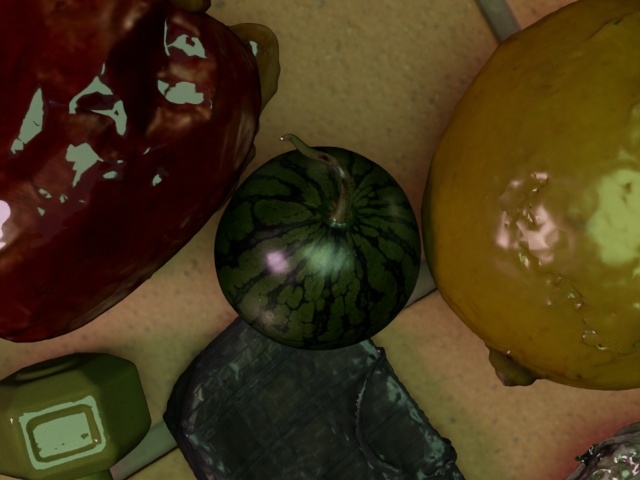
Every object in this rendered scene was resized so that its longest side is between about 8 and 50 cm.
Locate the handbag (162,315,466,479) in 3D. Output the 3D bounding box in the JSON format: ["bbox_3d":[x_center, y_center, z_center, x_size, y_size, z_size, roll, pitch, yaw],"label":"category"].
[{"bbox_3d":[0.003,0.162,1.138,0.175,0.088,0.270,-34,99,-12],"label":"handbag"}]

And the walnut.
[{"bbox_3d":[-0.153,-0.064,1.038,0.221,0.244,0.269,42,97,28],"label":"walnut"}]

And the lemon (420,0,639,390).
[{"bbox_3d":[0.205,-0.036,1.057,0.284,0.260,0.260,-36,99,5],"label":"lemon"}]

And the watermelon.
[{"bbox_3d":[0.000,0.000,1.030,0.140,0.187,0.141,2,71,-7],"label":"watermelon"}]

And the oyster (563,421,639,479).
[{"bbox_3d":[0.256,0.211,1.154,0.351,0.158,0.162,-51,142,-8],"label":"oyster"}]

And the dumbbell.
[{"bbox_3d":[-0.153,0.231,1.101,0.121,0.108,0.302,-17,98,-7],"label":"dumbbell"}]
